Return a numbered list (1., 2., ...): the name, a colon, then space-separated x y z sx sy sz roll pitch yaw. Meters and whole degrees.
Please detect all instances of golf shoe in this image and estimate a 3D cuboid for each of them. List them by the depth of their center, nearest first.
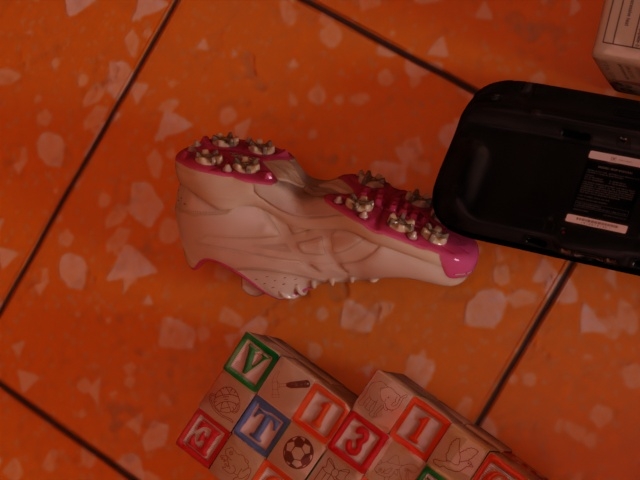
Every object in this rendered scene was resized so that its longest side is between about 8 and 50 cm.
1. golf shoe: 0.000 0.000 1.462 0.306 0.115 0.140 19 114 19

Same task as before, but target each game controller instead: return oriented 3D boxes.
1. game controller: 0.261 -0.051 1.365 0.319 0.067 0.166 13 71 23

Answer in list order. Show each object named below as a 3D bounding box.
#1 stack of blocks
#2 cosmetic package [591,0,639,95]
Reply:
1. stack of blocks: 0.036 0.202 1.412 0.297 0.087 0.171 34 94 22
2. cosmetic package: 0.399 -0.184 1.313 0.296 0.129 0.153 15 86 23
